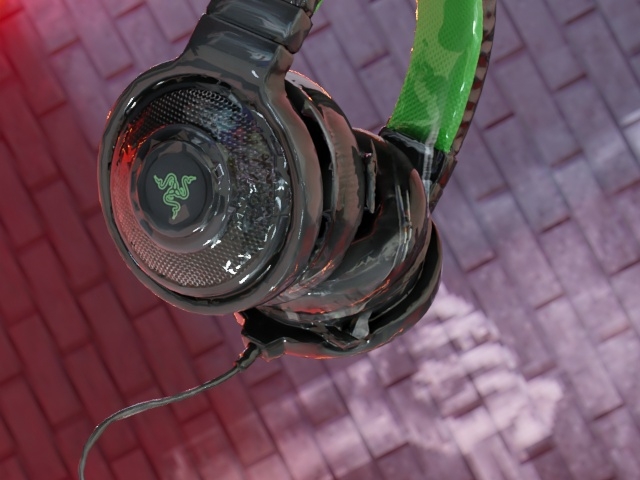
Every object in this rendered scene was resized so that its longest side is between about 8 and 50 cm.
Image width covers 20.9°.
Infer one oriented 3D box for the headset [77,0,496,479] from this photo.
[{"bbox_3d":[0.000,0.000,0.924,0.185,0.394,0.243,26,177,27],"label":"headset"}]
